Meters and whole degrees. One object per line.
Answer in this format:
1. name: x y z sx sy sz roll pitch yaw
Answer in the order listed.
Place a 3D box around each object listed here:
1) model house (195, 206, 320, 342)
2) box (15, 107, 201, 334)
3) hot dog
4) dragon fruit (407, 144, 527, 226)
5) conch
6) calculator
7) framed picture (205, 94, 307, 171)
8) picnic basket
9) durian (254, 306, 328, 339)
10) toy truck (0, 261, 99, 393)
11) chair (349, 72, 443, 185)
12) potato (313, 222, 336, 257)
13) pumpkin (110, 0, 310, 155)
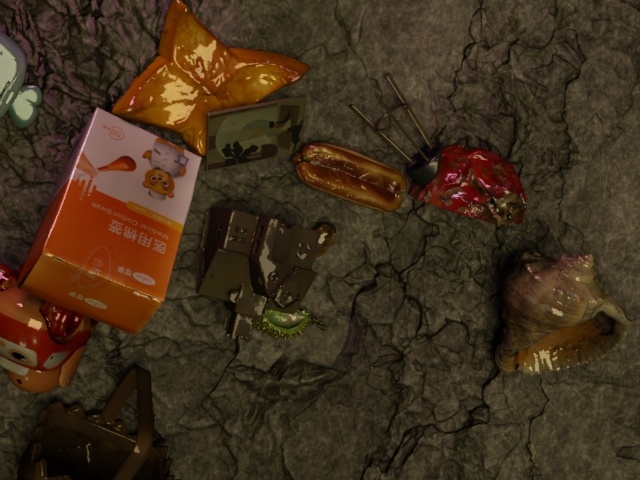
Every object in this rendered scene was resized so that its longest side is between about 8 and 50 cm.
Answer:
1. model house: -0.124 0.076 1.787 0.211 0.204 0.243 14 87 -22
2. box: -0.364 -0.033 1.638 0.225 0.341 0.143 25 141 -20
3. hot dog: 0.061 -0.129 1.877 0.249 0.068 0.100 20 86 -22
4. dragon fruit: 0.346 -0.106 1.898 0.262 0.211 0.134 7 110 -24
5. conch: 0.513 0.147 2.021 0.297 0.352 0.210 20 54 -11
6. calculator: -0.633 -0.303 1.643 0.299 0.041 0.185 32 95 -20
7. framed picture: -0.124 -0.205 1.781 0.201 0.010 0.136 -14 139 -23
8. picnic basket: -0.420 0.422 1.795 0.291 0.254 0.321 28 110 -22
9. durian: -0.089 0.153 1.912 0.215 0.086 0.100 35 80 -19
10. toy truck: -0.526 0.176 1.704 0.189 0.265 0.239 23 94 10
11. chair: 0.171 -0.222 1.872 0.095 0.104 0.221 -45 110 -20
12. potato: 0.000 0.000 1.910 0.051 0.040 0.083 36 92 -16
13. pumpkin: -0.207 -0.285 1.742 0.290 0.095 0.258 26 100 -27
